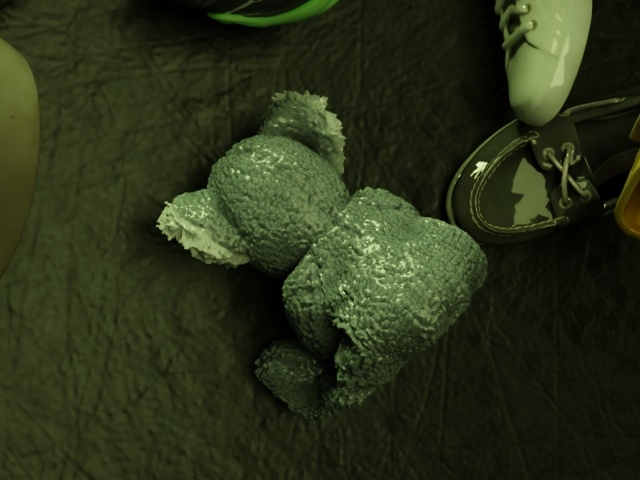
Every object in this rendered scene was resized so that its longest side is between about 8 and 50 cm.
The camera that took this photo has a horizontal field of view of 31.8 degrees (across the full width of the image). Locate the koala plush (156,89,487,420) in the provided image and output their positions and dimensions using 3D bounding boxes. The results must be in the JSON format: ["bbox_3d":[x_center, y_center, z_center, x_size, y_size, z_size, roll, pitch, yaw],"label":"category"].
[{"bbox_3d":[0.000,0.000,0.887,0.221,0.203,0.196,46,70,-2],"label":"koala plush"}]

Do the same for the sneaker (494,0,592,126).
[{"bbox_3d":[0.177,-0.246,1.024,0.123,0.106,0.290,11,74,-14],"label":"sneaker"}]

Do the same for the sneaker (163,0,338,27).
[{"bbox_3d":[-0.073,-0.391,0.807,0.202,0.185,0.482,-20,111,-35],"label":"sneaker"}]

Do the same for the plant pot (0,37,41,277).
[{"bbox_3d":[-0.339,-0.067,0.690,0.280,0.323,0.323,11,82,-38],"label":"plant pot"}]

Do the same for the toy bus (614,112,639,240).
[{"bbox_3d":[0.321,-0.081,0.968,0.104,0.202,0.191,24,92,10],"label":"toy bus"}]

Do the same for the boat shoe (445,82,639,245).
[{"bbox_3d":[0.271,-0.086,1.047,0.335,0.095,0.112,-22,95,-23],"label":"boat shoe"}]

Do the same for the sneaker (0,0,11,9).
[{"bbox_3d":[-0.297,-0.297,0.816,0.147,0.104,0.295,-35,106,-23],"label":"sneaker"}]
